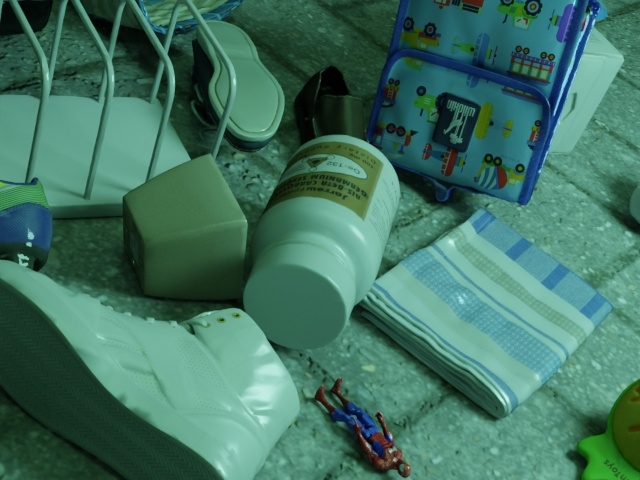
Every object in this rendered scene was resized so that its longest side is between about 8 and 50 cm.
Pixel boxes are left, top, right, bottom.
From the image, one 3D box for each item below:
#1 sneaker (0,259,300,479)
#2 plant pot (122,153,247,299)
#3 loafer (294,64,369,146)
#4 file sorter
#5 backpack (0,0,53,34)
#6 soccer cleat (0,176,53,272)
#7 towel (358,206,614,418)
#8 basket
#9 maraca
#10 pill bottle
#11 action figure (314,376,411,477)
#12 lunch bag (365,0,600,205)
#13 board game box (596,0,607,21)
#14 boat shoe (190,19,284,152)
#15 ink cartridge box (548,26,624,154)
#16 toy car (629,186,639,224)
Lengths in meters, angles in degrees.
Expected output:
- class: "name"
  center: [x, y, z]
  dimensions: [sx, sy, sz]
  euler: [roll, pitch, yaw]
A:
- class: "sneaker"
  center: [-0.156, 0.097, 0.914]
  dimensions: [0.292, 0.108, 0.169]
  euler: [39, 37, 6]
- class: "plant pot"
  center: [-0.139, -0.005, 1.048]
  dimensions: [0.096, 0.109, 0.109]
  euler: [-12, 47, -21]
- class: "loafer"
  center: [0.017, -0.143, 1.316]
  dimensions: [0.080, 0.078, 0.220]
  euler: [3, 40, -24]
- class: "file sorter"
  center: [-0.255, -0.150, 1.107]
  dimensions: [0.277, 0.173, 0.193]
  euler: [-4, 43, -30]
- class: "backpack"
  center: [-0.407, -0.405, 1.161]
  dimensions: [0.290, 0.356, 0.273]
  euler: [-1, 25, -32]
- class: "soccer cleat"
  center: [-0.381, -0.029, 0.938]
  dimensions: [0.289, 0.093, 0.121]
  euler: [9, 61, -28]
- class: "towel"
  center: [0.187, 0.067, 1.178]
  dimensions: [0.209, 0.034, 0.285]
  euler: [38, 39, 20]
- class: "basket"
  center: [-0.168, -0.371, 1.366]
  dimensions: [0.289, 0.201, 0.255]
  euler: [9, 28, 29]
- class: "maraca"
  center: [0.337, 0.195, 1.045]
  dimensions: [0.185, 0.099, 0.127]
  euler: [-34, 51, -20]
- class: "pill bottle"
  center: [0.000, 0.000, 1.082]
  dimensions: [0.131, 0.131, 0.229]
  euler: [22, 36, 0]
- class: "action figure"
  center: [0.042, 0.173, 0.975]
  dimensions: [0.038, 0.030, 0.115]
  euler: [-14, 51, -45]
- class: "lunch bag"
  center: [0.189, -0.190, 1.316]
  dimensions: [0.221, 0.293, 0.138]
  euler: [19, 6, 17]
- class: "board game box"
  center: [0.304, -0.317, 1.436]
  dimensions: [0.133, 0.033, 0.168]
  euler: [44, 46, 19]
- class: "boat shoe"
  center: [-0.111, -0.177, 1.294]
  dimensions: [0.095, 0.079, 0.254]
  euler: [-1, 40, -25]
- class: "ink cartridge box"
  center: [0.271, -0.256, 1.512]
  dimensions: [0.168, 0.171, 0.233]
  euler: [-3, 42, -30]
- class: "toy car"
  center: [0.517, -0.045, 1.417]
  dimensions: [0.182, 0.159, 0.136]
  euler: [48, 9, 32]
